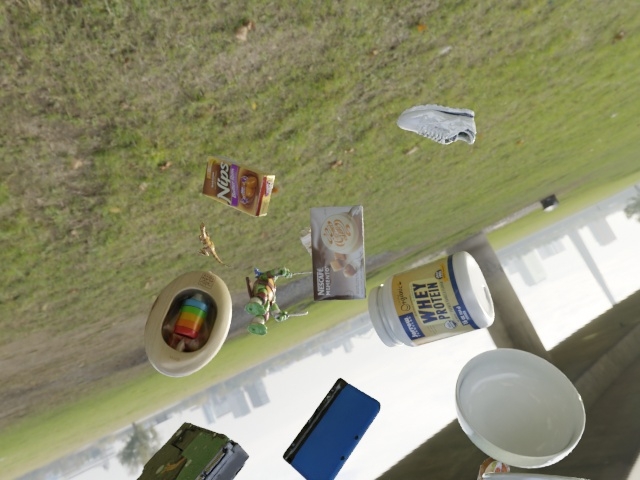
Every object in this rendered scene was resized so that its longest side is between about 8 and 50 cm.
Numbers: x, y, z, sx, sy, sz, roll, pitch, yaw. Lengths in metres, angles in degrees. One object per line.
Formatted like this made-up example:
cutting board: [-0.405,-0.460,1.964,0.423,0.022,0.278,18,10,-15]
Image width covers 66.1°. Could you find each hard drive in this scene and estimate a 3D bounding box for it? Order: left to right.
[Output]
hard drive: [-0.300,0.501,1.016,0.237,0.064,0.339,-46,-168,-32]

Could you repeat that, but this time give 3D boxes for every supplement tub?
supplement tub: [0.323,0.185,1.459,0.316,0.229,0.228,-23,172,27]

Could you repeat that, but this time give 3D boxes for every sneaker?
sneaker: [0.337,-0.330,1.422,0.234,0.095,0.090,1,169,-4]

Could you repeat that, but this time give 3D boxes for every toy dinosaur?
toy dinosaur: [-0.435,0.034,1.932,0.064,0.212,0.112,-34,-170,-27]

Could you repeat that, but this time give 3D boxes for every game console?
game console: [0.042,0.588,1.486,0.293,0.173,0.250,-50,157,-18]

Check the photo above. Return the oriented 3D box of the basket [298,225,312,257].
basket: [0.000,0.000,1.634,0.113,0.103,0.167,-29,-172,1]

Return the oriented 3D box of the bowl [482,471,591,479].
bowl: [0.539,0.638,1.159,0.297,0.134,0.298,6,151,4]

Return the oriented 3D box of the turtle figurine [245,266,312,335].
turtle figurine: [-0.146,0.203,1.730,0.198,0.274,0.266,-52,-173,34]

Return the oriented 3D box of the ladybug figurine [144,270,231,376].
ladybug figurine: [-0.514,0.324,1.930,0.162,0.305,0.450,123,-11,-56]

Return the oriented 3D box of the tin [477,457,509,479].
tin: [0.613,0.873,1.767,0.106,0.190,0.040,15,-179,-21]

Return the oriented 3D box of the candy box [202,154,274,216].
candy box: [-0.214,-0.142,1.260,0.053,0.186,0.109,-13,122,-57]

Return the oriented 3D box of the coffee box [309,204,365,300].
coffee box: [0.049,0.033,1.319,0.141,0.247,0.098,-1,-179,6]

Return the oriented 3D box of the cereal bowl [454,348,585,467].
cereal bowl: [0.542,0.480,1.384,0.338,0.339,0.141,-21,136,-21]
